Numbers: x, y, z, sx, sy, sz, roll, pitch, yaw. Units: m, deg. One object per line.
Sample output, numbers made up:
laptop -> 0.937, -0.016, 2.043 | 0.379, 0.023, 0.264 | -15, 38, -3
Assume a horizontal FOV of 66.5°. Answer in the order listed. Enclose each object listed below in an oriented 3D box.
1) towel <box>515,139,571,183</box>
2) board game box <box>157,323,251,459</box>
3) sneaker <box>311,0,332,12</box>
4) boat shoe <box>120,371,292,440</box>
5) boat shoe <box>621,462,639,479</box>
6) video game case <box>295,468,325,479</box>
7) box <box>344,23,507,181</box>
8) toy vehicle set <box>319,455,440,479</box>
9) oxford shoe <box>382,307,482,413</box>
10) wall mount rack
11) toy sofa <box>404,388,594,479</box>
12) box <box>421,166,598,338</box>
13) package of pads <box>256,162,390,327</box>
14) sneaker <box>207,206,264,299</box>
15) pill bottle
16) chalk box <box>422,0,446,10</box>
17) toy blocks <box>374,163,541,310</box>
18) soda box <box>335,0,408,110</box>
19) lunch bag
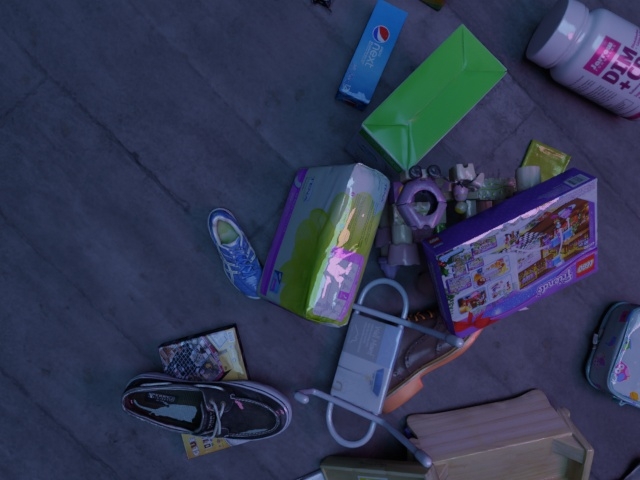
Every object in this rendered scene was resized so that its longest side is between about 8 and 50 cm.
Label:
towel -> 0.477, -0.100, 1.098 | 0.102, 0.021, 0.237 | 23, 89, -6
board game box -> -0.228, 0.315, 1.028 | 0.164, 0.042, 0.244 | -14, 93, -5
sneaker -> 0.027, -0.523, 1.041 | 0.098, 0.038, 0.069 | -4, 93, 4
boat shoe -> -0.221, 0.337, 0.947 | 0.334, 0.119, 0.121 | 8, 91, -5
boat shoe -> 0.692, 0.594, 1.099 | 0.075, 0.083, 0.226 | 25, 89, -6
video game case -> -0.042, 0.621, 1.062 | 0.173, 0.022, 0.191 | -22, 93, -4
box -> 0.194, -0.247, 0.962 | 0.127, 0.231, 0.262 | 45, 87, -4
toy vehicle set -> 0.132, 0.525, 0.982 | 0.266, 0.035, 0.166 | -17, 95, 39
oxford shoe -> 0.221, 0.196, 1.029 | 0.363, 0.130, 0.133 | -43, 88, -3
wall mount rack -> 0.110, 0.247, 0.927 | 0.304, 0.130, 0.350 | 14, 86, 31
toy sofa -> 0.367, 0.465, 1.051 | 0.362, 0.177, 0.150 | -10, 116, -5
box -> 0.330, 0.027, 0.833 | 0.293, 0.057, 0.201 | -25, 123, -5
package of pads -> 0.000, 0.000, 0.936 | 0.101, 0.229, 0.297 | 20, 85, -31
sneaker -> -0.176, 0.032, 1.008 | 0.080, 0.081, 0.211 | -31, 96, -6
pill bottle -> 0.599, -0.385, 1.034 | 0.282, 0.160, 0.161 | 25, 89, -5
chalk box -> 0.206, -0.610, 1.007 | 0.212, 0.132, 0.132 | 28, 88, -4
toy blocks -> 0.262, 0.012, 0.934 | 0.288, 0.309, 0.260 | -2, 87, -5
soda box -> 0.106, -0.389, 1.033 | 0.071, 0.067, 0.210 | 24, 89, -6
lunch bag -> 0.743, 0.275, 1.087 | 0.279, 0.108, 0.224 | 21, 92, -5
